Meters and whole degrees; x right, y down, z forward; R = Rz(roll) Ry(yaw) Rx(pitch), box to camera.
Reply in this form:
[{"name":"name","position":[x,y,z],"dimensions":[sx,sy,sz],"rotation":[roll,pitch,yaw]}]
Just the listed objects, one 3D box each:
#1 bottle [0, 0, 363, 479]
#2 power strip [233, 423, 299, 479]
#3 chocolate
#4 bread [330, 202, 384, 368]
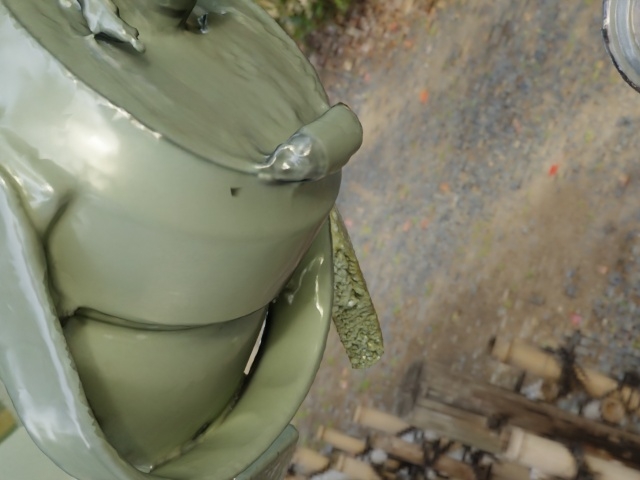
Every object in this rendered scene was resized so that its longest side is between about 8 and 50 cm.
[{"name":"bottle","position":[-0.106,0.019,0.507],"dimensions":[0.352,0.229,0.229],"rotation":[-51,23,36]},{"name":"power strip","position":[-0.112,0.202,0.971],"dimensions":[0.139,0.140,0.224],"rotation":[-26,-41,-66]},{"name":"chocolate","position":[0.508,-0.319,1.540],"dimensions":[0.147,0.221,0.221],"rotation":[-17,54,56]},{"name":"bread","position":[0.000,0.000,1.119],"dimensions":[0.286,0.056,0.207],"rotation":[72,175,-57]}]
